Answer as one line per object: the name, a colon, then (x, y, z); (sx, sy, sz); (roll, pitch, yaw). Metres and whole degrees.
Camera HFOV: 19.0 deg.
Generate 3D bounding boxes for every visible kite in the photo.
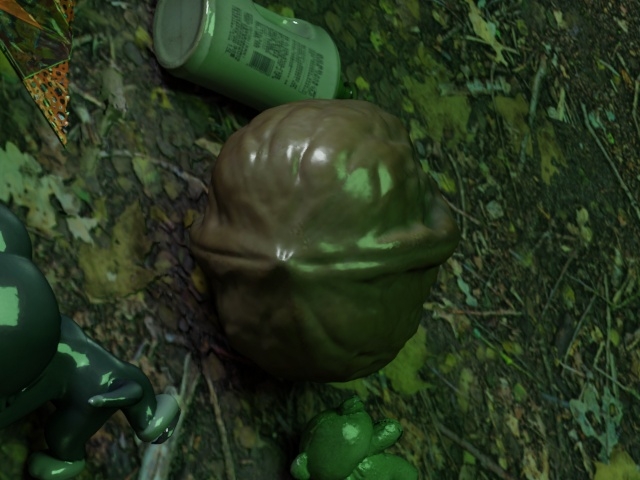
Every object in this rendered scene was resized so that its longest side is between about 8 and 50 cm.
kite: (-0.271, -0.198, 1.737); (0.125, 0.008, 0.222); (25, 50, -35)

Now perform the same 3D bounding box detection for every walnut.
walnut: (0.001, -0.003, 1.745); (0.227, 0.273, 0.273); (32, 36, 14)

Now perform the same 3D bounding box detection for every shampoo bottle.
shampoo bottle: (-0.053, -0.181, 1.907); (0.234, 0.087, 0.118); (22, 53, -40)

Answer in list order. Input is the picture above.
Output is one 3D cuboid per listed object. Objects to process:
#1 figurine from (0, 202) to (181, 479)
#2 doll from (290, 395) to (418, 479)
figurine: (-0.231, 0.103, 1.499); (0.265, 0.140, 0.193); (32, 62, -13)
doll: (0.032, 0.211, 1.791); (0.115, 0.077, 0.150); (-51, 126, -11)
